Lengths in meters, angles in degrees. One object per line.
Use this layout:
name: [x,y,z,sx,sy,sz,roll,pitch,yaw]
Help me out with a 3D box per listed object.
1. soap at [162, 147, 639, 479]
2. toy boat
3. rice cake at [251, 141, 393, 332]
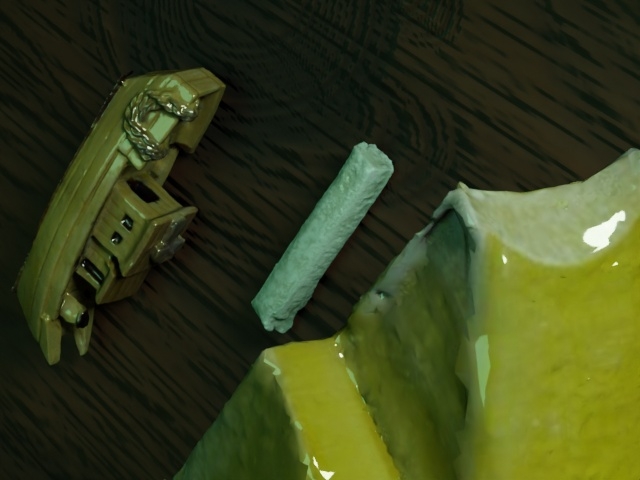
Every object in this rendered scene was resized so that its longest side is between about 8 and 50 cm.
soap: [0.091,0.184,0.762,0.304,0.169,0.339,-54,52,50]
toy boat: [-0.112,-0.012,1.078,0.072,0.064,0.206,41,122,19]
rice cake: [0.000,0.000,0.981,0.121,0.021,0.022,-56,47,29]
